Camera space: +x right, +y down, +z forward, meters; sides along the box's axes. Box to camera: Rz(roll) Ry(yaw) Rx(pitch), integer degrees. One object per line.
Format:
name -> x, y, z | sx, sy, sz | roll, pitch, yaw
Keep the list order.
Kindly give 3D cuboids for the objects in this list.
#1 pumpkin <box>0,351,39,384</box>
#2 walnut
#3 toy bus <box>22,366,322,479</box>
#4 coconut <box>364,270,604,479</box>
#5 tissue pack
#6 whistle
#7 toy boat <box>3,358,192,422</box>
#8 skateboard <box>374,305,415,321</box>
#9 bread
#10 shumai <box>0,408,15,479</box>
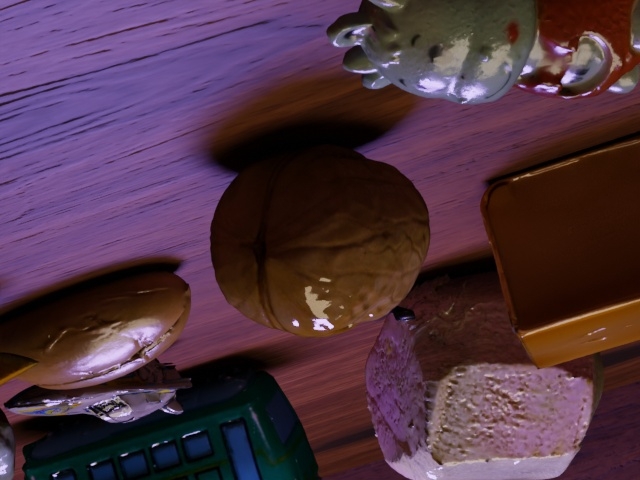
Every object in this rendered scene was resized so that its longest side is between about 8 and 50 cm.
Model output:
pumpkin -> -0.361, 0.119, 1.332 | 0.248, 0.126, 0.131 | -30, 172, -44
walnut -> 0.000, 0.000, 1.211 | 0.144, 0.144, 0.180 | -26, 167, 36
toy bus -> -0.181, 0.279, 1.998 | 0.344, 0.199, 0.183 | -18, -175, 7
coconut -> 0.190, 0.144, 1.847 | 0.245, 0.233, 0.233 | -3, 163, -20
tissue pack -> 0.258, 0.015, 1.568 | 0.194, 0.145, 0.274 | -19, 166, 6
whistle -> 0.122, -0.125, 0.910 | 0.253, 0.105, 0.102 | -11, -177, -20
toy boat -> -0.230, 0.156, 1.734 | 0.210, 0.066, 0.084 | -3, 161, -42
skateboard -> 0.010, 0.050, 1.621 | 0.151, 0.067, 0.080 | -2, 171, -32
bread -> -0.193, 0.082, 1.454 | 0.189, 0.077, 0.114 | -22, 170, 15
shumai -> -0.388, 0.249, 1.595 | 0.222, 0.260, 0.225 | -22, 134, 4
